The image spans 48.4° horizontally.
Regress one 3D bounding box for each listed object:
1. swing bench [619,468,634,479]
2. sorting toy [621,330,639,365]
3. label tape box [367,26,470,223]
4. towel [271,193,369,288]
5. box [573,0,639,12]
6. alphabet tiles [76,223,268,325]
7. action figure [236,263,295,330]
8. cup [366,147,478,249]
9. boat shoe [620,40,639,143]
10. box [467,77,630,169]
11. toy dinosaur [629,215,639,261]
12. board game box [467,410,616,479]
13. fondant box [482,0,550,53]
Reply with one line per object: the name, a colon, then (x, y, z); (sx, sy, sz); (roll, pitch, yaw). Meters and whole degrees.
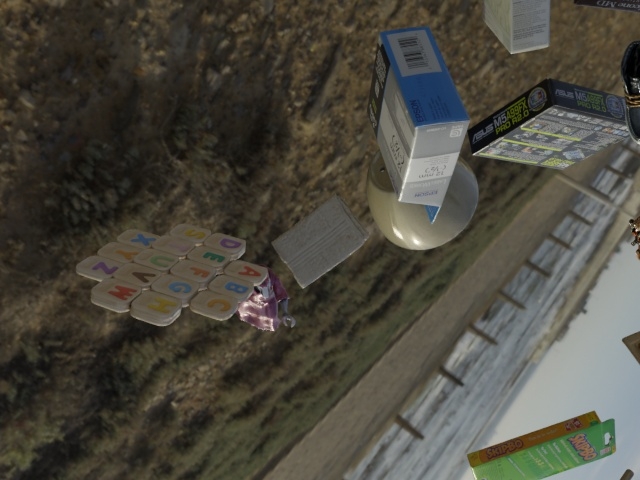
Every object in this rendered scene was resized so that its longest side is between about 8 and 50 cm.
swing bench: (0.688, 0.686, 1.517); (0.254, 0.253, 0.165); (-49, -176, 8)
sorting toy: (0.833, 0.264, 1.631); (0.193, 0.208, 0.038); (-22, 138, -3)
label tape box: (0.181, -0.218, 1.459); (0.115, 0.249, 0.347); (-9, 149, -11)
towel: (0.000, 0.000, 2.253); (0.282, 0.187, 0.049); (-36, 177, 14)
box: (0.545, -0.511, 1.194); (0.203, 0.168, 0.167); (91, 6, -77)
alphabet tiles: (-0.243, 0.046, 1.182); (0.284, 0.278, 0.021); (-49, 152, -58)
action figure: (-0.187, 0.159, 2.341); (0.370, 0.248, 0.275); (112, -8, -62)
cup: (0.262, -0.168, 2.058); (0.331, 0.331, 0.237); (-55, 144, -2)
boat shoe: (0.547, -0.253, 1.223); (0.083, 0.065, 0.183); (-18, 109, -45)
box: (0.463, -0.221, 1.401); (0.270, 0.060, 0.216); (4, 160, -31)
toy dinosaur: (0.919, 0.035, 1.888); (0.322, 0.218, 0.164); (16, 115, -43)
board game box: (0.397, 0.381, 1.269); (0.259, 0.039, 0.124); (-18, 131, 5)
fondant box: (0.429, -0.620, 1.584); (0.238, 0.096, 0.330); (-99, 178, -54)
